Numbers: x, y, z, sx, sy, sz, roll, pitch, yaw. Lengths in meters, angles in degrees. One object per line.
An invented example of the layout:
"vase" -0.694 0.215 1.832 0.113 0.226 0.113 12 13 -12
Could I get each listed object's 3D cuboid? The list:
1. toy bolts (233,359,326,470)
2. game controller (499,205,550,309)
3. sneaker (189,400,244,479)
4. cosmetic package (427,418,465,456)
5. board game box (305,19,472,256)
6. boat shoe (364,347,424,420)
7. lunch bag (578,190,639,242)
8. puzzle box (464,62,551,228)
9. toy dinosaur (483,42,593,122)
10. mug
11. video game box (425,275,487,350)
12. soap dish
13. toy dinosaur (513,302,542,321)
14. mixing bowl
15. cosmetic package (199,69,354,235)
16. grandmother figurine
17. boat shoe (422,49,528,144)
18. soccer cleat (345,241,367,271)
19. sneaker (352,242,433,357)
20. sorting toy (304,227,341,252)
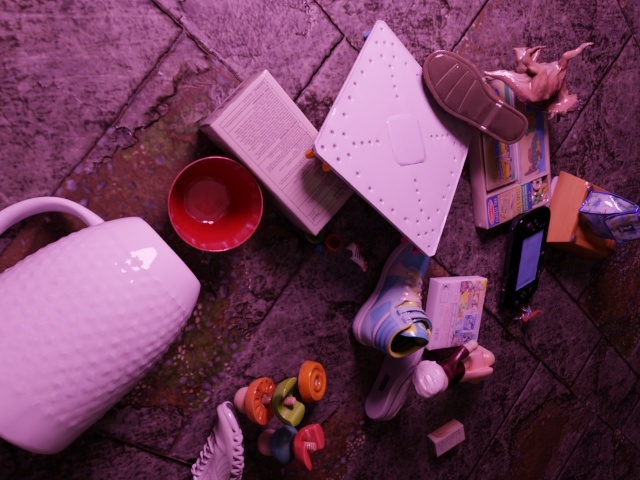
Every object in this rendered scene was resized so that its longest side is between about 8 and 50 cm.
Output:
"toy bolts" -0.089 0.413 1.062 0.218 0.158 0.229 -28 108 -62
"game controller" 0.614 0.055 1.318 0.166 0.067 0.319 -16 120 -21
"sneaker" -0.237 0.510 1.001 0.118 0.110 0.292 1 101 -17
"cosmetic package" 0.392 0.614 1.373 0.115 0.041 0.060 -19 109 -22
"board game box" 0.178 -0.222 0.997 0.390 0.050 0.390 38 62 -28
"boat shoe" 0.221 0.375 1.203 0.088 0.096 0.268 25 91 -33
"lunch bag" 0.839 -0.062 1.246 0.129 0.151 0.096 41 82 -29
"puzzle box" 0.530 -0.264 1.236 0.272 0.052 0.409 -21 110 -21
"toy dinosaur" 0.567 -0.392 1.132 0.295 0.127 0.200 -12 113 -18
"mug" -0.416 0.090 0.741 0.328 0.276 0.374 -42 86 -18
"video game box" 0.387 0.206 1.274 0.187 0.048 0.205 1 101 -25
"soap dish" 0.836 -0.070 1.397 0.290 0.118 0.229 14 95 -29
"toy dinosaur" 0.667 0.235 1.409 0.082 0.090 0.047 -55 145 -57
"mixing bowl" -0.217 -0.076 0.875 0.181 0.098 0.181 -6 104 -26
"cosmetic package" -0.078 -0.174 0.915 0.160 0.113 0.309 -48 118 -10
"grandmother figurine" 0.365 0.359 1.203 0.342 0.104 0.208 2 113 -47
"boat shoe" 0.358 -0.341 1.069 0.307 0.104 0.111 36 109 -17
"soccer cleat" 0.089 0.044 1.099 0.035 0.029 0.083 -27 109 -10
"sneaker" 0.227 0.148 1.088 0.127 0.208 0.319 30 87 -28
"sorting toy" 0.000 0.000 1.041 0.102 0.042 0.061 28 73 -17
